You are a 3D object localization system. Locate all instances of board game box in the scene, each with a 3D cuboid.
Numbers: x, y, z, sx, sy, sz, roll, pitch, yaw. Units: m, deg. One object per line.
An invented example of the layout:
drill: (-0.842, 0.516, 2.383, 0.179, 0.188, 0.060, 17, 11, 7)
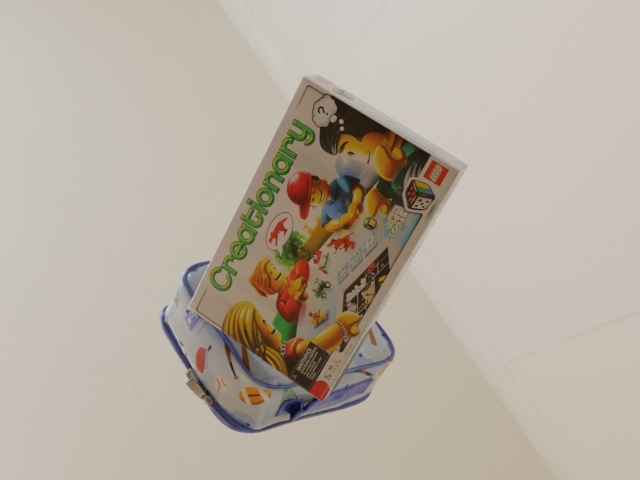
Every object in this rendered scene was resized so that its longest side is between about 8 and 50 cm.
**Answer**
board game box: (0.000, 0.000, 0.912, 0.193, 0.053, 0.305, 33, -70, 12)

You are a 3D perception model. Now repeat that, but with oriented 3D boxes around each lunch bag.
lunch bag: (-0.055, 0.136, 1.113, 0.243, 0.303, 0.115, 51, -55, 27)
